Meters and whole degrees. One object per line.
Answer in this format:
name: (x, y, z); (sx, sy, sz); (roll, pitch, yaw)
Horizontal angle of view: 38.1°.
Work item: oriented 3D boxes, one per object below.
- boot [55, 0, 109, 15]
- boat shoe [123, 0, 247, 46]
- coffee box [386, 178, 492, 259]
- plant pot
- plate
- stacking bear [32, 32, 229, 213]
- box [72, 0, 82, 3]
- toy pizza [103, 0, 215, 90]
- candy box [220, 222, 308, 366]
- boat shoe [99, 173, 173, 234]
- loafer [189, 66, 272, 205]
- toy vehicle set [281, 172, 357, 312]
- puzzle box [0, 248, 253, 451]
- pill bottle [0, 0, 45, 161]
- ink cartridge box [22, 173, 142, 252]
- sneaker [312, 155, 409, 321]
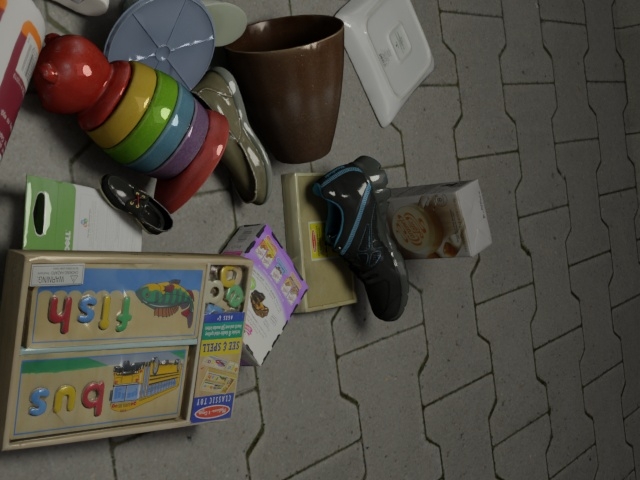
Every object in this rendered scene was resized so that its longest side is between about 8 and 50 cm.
boot: (-0.392, -0.404, 1.356); (0.190, 0.069, 0.086); (23, 55, -50)
boat shoe: (-0.223, -0.376, 1.536); (0.227, 0.081, 0.079); (-9, 131, -46)
coffee box: (0.213, -0.038, 1.916); (0.098, 0.246, 0.141); (-29, 108, -47)
plant pot: (-0.050, -0.263, 1.670); (0.215, 0.215, 0.231); (-40, 131, -45)
plate: (0.159, -0.434, 2.048); (0.278, 0.045, 0.277); (-52, 126, -40)
stacking bear: (-0.294, -0.195, 1.378); (0.289, 0.164, 0.175); (32, 38, -34)
box: (-0.383, -0.498, 1.251); (0.231, 0.126, 0.262); (20, 56, -44)
toy pizza: (-0.256, -0.303, 1.466); (0.201, 0.032, 0.201); (-27, 140, -25)
candy box: (-0.124, 0.095, 1.627); (0.165, 0.070, 0.196); (59, 45, -30)
boat shoe: (-0.273, -0.056, 1.381); (0.133, 0.042, 0.049); (45, 53, -36)
loafer: (-0.163, -0.169, 1.600); (0.087, 0.094, 0.251); (-32, 107, -35)
toy vehicle set: (0.000, 0.000, 1.816); (0.166, 0.035, 0.267); (-4, 90, -51)
puzzle box: (-0.280, 0.153, 1.370); (0.408, 0.052, 0.272); (2, 99, -46)
pill bottle: (-0.484, -0.123, 1.078); (0.224, 0.224, 0.392); (34, 61, -44)
ink cartridge box: (-0.358, -0.023, 1.353); (0.209, 0.062, 0.109); (13, 76, -50)
sneaker: (0.075, 0.011, 1.814); (0.139, 0.125, 0.341); (-22, 108, -22)
